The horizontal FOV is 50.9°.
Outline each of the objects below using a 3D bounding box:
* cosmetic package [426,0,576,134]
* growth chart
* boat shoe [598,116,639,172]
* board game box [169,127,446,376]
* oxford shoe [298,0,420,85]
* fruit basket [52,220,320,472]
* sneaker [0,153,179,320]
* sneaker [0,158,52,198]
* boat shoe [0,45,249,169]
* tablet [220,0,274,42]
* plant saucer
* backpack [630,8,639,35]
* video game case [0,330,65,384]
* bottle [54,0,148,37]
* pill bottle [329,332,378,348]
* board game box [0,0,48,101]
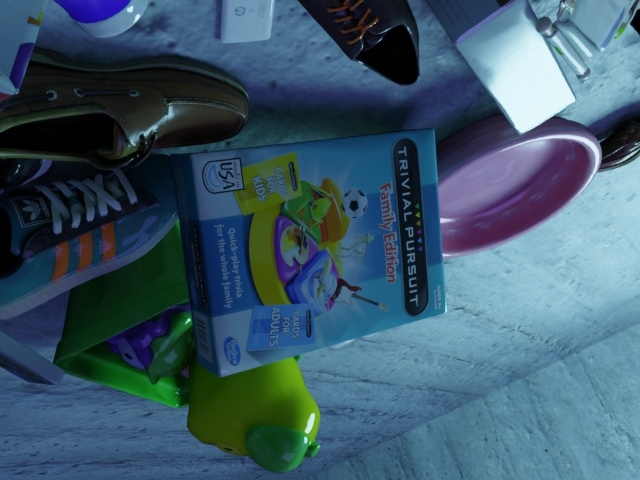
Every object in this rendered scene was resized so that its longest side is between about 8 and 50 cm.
[{"bbox_3d":[0.198,-0.222,0.746,0.086,0.117,0.231,-34,148,21],"label":"cosmetic package"},{"bbox_3d":[0.317,-0.281,0.696,0.172,0.021,0.237,23,101,-54],"label":"growth chart"},{"bbox_3d":[0.508,-0.172,1.103,0.178,0.064,0.060,-27,121,10],"label":"boat shoe"},{"bbox_3d":[0.000,0.000,0.842,0.336,0.253,0.079,-11,-169,-29],"label":"board game box"},{"bbox_3d":[0.027,-0.236,0.628,0.097,0.098,0.271,-33,149,23],"label":"oxford shoe"},{"bbox_3d":[-0.167,0.189,0.986,0.283,0.391,0.392,-24,152,9],"label":"fruit basket"},{"bbox_3d":[-0.290,-0.018,0.765,0.302,0.108,0.121,-33,155,-8],"label":"sneaker"},{"bbox_3d":[-0.391,-0.052,0.671,0.235,0.106,0.078,-22,109,-3],"label":"sneaker"},{"bbox_3d":[-0.208,-0.118,0.682,0.308,0.104,0.110,-3,146,-30],"label":"boat shoe"},{"bbox_3d":[-0.072,-0.232,0.672,0.054,0.006,0.083,-10,150,-17],"label":"tablet"},{"bbox_3d":[0.268,-0.089,1.062,0.333,0.084,0.332,-15,151,-9],"label":"plant saucer"},{"bbox_3d":[0.426,-0.276,0.789,0.101,0.120,0.098,-30,150,19],"label":"backpack"},{"bbox_3d":[-0.440,0.121,0.855,0.212,0.023,0.193,39,153,-21],"label":"video game case"},{"bbox_3d":[-0.211,-0.255,0.450,0.118,0.092,0.283,-18,153,8],"label":"bottle"},{"bbox_3d":[0.089,0.106,1.245,0.131,0.131,0.229,13,138,-46],"label":"pill bottle"},{"bbox_3d":[-0.312,-0.143,0.422,0.276,0.141,0.144,-12,151,34],"label":"board game box"}]
